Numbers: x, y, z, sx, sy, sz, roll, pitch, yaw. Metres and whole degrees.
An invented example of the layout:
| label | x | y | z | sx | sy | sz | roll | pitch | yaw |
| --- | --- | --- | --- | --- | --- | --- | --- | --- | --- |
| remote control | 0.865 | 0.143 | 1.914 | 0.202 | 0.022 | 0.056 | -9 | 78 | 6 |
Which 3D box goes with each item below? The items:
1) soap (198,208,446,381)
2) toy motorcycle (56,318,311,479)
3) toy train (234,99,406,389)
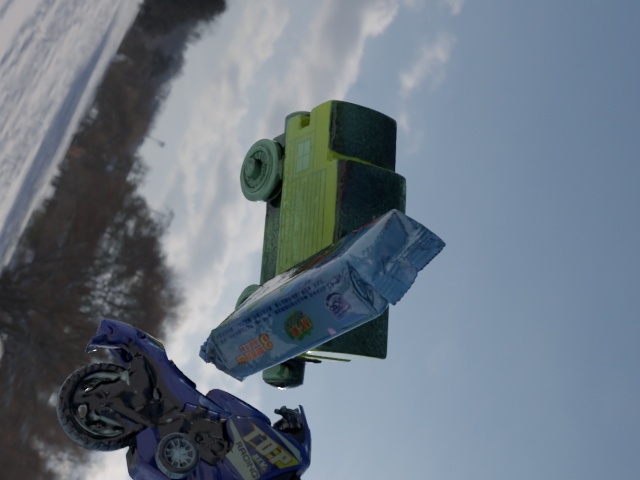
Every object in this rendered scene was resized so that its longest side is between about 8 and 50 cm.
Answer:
| label | x | y | z | sx | sy | sz | roll | pitch | yaw |
| --- | --- | --- | --- | --- | --- | --- | --- | --- | --- |
| soap | -0.009 | 0.066 | 1.004 | 0.293 | 0.077 | 0.156 | -31 | -172 | 34 |
| toy motorcycle | -0.114 | 0.198 | 0.889 | 0.169 | 0.315 | 0.113 | -56 | 180 | -44 |
| toy train | 0.000 | 0.000 | 1.315 | 0.272 | 0.179 | 0.441 | -14 | -112 | 52 |
